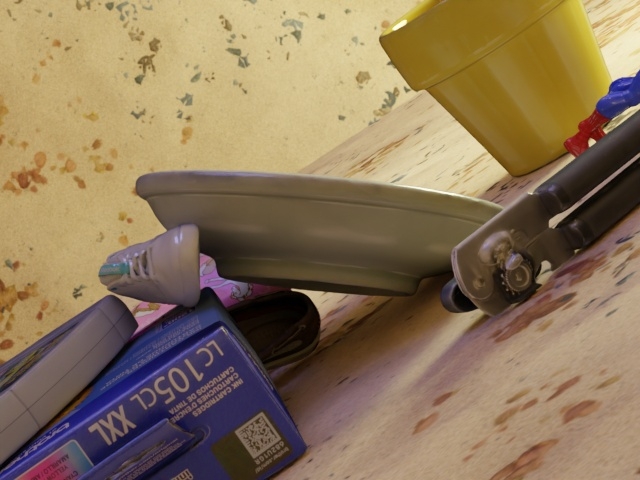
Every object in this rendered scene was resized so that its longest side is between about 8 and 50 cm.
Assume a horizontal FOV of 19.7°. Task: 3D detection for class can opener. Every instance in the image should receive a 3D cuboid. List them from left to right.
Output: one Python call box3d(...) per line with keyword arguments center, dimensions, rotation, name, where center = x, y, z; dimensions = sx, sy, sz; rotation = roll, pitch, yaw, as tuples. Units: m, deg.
box3d(center=(0.222, -0.027, 1.723), dimensions=(0.283, 0.076, 0.095), rotation=(-37, 8, -25), name="can opener")

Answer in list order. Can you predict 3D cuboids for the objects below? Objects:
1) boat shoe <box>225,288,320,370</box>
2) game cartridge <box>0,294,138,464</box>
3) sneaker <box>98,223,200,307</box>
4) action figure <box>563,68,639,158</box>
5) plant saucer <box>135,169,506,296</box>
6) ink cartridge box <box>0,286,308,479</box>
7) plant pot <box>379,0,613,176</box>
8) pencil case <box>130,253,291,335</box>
box3d(center=(-0.121, 0.117, 2.004), dimensions=(0.257, 0.095, 0.095), rotation=(-26, -20, -14), name="boat shoe")
box3d(center=(-0.298, 0.157, 1.789), dimensions=(0.196, 0.060, 0.294), rotation=(-28, 11, 31), name="game cartridge")
box3d(center=(-0.174, 0.031, 1.845), dimensions=(0.094, 0.080, 0.212), rotation=(3, -11, -15), name="sneaker")
box3d(center=(0.391, -0.170, 1.923), dimensions=(0.280, 0.139, 0.091), rotation=(-57, -4, 36), name="action figure")
box3d(center=(0.000, 0.000, 1.940), dimensions=(0.400, 0.101, 0.400), rotation=(6, -4, 0), name="plant saucer")
box3d(center=(-0.167, 0.193, 1.757), dimensions=(0.270, 0.151, 0.395), rotation=(-35, 9, -2), name="ink cartridge box")
box3d(center=(0.239, -0.220, 2.254), dimensions=(0.254, 0.239, 0.254), rotation=(-34, 7, 4), name="plant pot")
box3d(center=(-0.203, 0.152, 2.125), dimensions=(0.386, 0.160, 0.167), rotation=(-39, 9, -26), name="pencil case")
